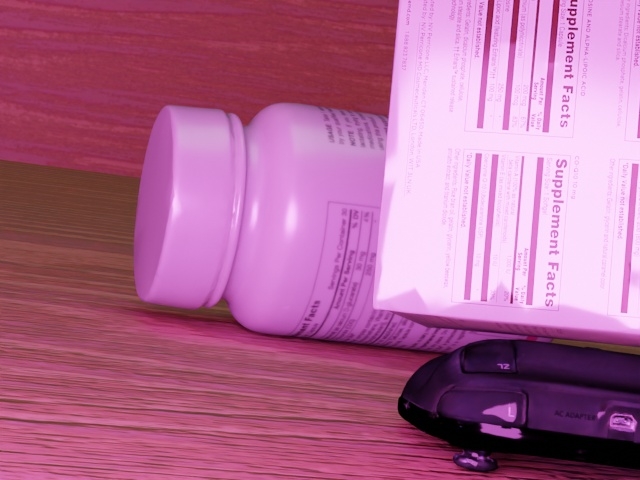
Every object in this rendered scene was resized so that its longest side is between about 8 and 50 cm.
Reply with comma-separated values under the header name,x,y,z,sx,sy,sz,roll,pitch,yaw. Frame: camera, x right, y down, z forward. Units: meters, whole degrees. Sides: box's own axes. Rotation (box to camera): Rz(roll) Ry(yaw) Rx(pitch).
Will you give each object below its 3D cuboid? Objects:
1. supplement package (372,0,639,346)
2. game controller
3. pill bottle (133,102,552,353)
name,x,y,z,sx,sy,sz,roll,pitch,yaw
supplement package,0.142,-0.027,0.747,0.203,0.149,0.194,5,-4,10
game controller,0.200,0.099,0.815,0.319,0.067,0.166,8,-10,-4
pill bottle,0.023,-0.009,1.140,0.283,0.160,0.160,7,4,-16
